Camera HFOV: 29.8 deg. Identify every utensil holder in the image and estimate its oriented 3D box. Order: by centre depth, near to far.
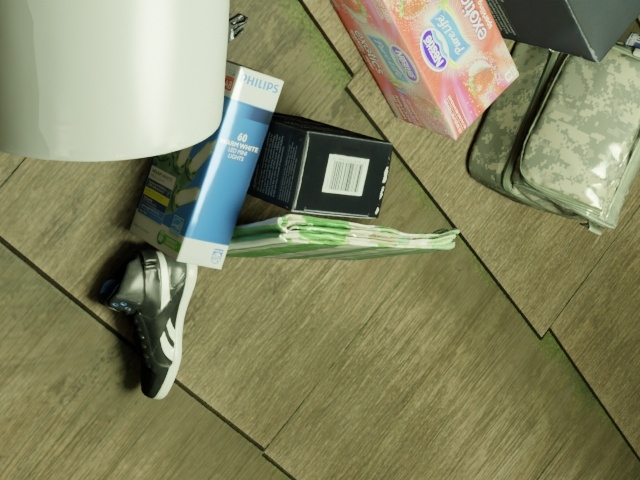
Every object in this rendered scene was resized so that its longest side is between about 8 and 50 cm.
[{"bbox_3d":[-0.250,-0.314,1.282,0.328,0.328,0.385,-15,120,-34],"label":"utensil holder"}]

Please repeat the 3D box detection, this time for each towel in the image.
[{"bbox_3d":[0.000,0.000,1.679,0.325,0.248,0.038,2,83,-39],"label":"towel"}]

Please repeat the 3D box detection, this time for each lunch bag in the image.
[{"bbox_3d":[0.421,-0.182,1.924,0.213,0.256,0.305,22,93,-43],"label":"lunch bag"}]

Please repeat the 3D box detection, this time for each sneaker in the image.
[{"bbox_3d":[-0.250,0.110,1.631,0.121,0.079,0.216,6,103,-31],"label":"sneaker"}]

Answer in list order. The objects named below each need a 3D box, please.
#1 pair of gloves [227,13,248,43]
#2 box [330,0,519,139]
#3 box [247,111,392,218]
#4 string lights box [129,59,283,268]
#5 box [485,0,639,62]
[{"bbox_3d":[-0.134,-0.298,1.589,0.074,0.010,0.083,-39,129,-20],"label":"pair of gloves"},{"bbox_3d":[0.141,-0.309,1.718,0.154,0.142,0.300,-45,130,-14],"label":"box"},{"bbox_3d":[-0.031,-0.107,1.618,0.153,0.207,0.108,4,102,-39],"label":"box"},{"bbox_3d":[-0.151,-0.108,1.571,0.077,0.133,0.259,12,100,-41],"label":"string lights box"},{"bbox_3d":[0.349,-0.442,1.730,0.296,0.294,0.182,-49,131,-13],"label":"box"}]
